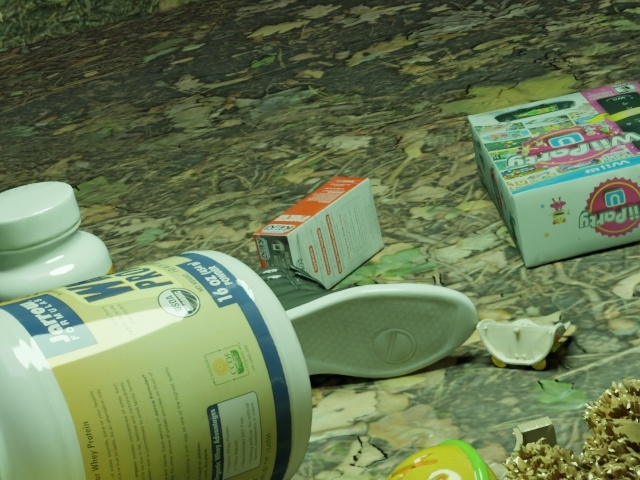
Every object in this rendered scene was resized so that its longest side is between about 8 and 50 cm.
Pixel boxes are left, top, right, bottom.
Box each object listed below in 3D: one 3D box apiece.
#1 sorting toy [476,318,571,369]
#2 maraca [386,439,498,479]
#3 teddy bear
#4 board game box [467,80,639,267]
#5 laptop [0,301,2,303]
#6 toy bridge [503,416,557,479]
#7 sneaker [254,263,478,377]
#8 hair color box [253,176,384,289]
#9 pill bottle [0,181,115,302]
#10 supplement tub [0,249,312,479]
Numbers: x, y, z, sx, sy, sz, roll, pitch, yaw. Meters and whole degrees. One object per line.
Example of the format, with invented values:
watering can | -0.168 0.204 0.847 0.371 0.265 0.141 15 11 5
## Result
sorting toy | 0.208 0.092 1.543 0.083 0.045 0.075 2 18 33
maraca | 0.095 0.226 1.177 0.099 0.127 0.185 18 23 -19
teddy bear | 0.243 0.204 1.131 0.245 0.113 0.338 18 21 -1
board game box | 0.312 -0.086 1.853 0.224 0.097 0.303 -13 22 0
laptop | -0.423 0.167 1.506 0.264 0.136 0.234 -39 32 -28
toy bridge | 0.184 0.201 1.297 0.063 0.026 0.188 -15 21 -3
sneaker | 0.015 0.071 1.608 0.296 0.104 0.147 -12 26 13
hair color box | 0.000 0.000 1.814 0.053 0.093 0.167 3 25 36
pill bottle | -0.264 0.073 1.566 0.136 0.245 0.136 -11 21 4
supplement tub | -0.191 0.147 1.315 0.316 0.228 0.228 -16 19 -33
